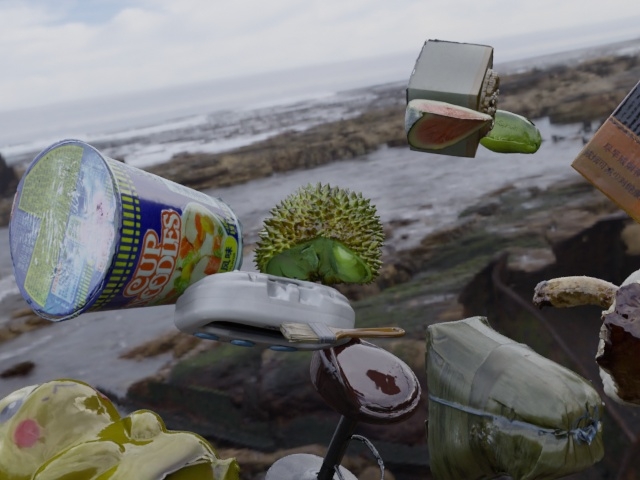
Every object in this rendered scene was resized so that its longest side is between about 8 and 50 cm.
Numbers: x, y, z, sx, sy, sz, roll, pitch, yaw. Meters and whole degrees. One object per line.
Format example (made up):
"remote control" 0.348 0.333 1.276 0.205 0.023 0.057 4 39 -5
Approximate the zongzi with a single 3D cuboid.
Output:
"zongzi" 0.216 0.253 0.962 0.125 0.275 0.251 -5 17 -24

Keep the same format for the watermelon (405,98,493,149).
"watermelon" 0.177 -0.190 1.271 0.163 0.069 0.087 -2 -28 -43

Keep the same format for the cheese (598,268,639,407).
"cheese" 0.592 0.174 1.404 0.251 0.248 0.174 20 -44 -20

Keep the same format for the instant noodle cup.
"instant noodle cup" -0.301 -0.001 1.366 0.284 0.284 0.312 -2 -8 37

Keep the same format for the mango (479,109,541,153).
"mango" 0.393 -0.221 1.727 0.165 0.091 0.074 33 11 39

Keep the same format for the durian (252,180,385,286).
"durian" 0.003 -0.002 1.419 0.236 0.200 0.177 -22 32 38

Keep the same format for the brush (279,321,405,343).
"brush" 0.031 0.114 1.023 0.169 0.014 0.043 2 21 -26

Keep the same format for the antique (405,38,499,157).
"antique" 0.235 -0.248 1.450 0.147 0.147 0.152 9 49 17

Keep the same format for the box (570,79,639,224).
"box" 0.485 -0.149 1.146 0.070 0.152 0.237 -15 -35 -55

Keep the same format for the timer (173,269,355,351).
"timer" -0.087 0.115 1.300 0.261 0.087 0.237 12 -20 -23

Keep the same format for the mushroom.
"mushroom" 0.477 0.093 1.231 0.233 0.208 0.302 -30 54 -3

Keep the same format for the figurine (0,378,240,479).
"figurine" -0.245 0.245 0.884 0.326 0.169 0.218 24 21 26

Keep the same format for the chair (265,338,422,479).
"chair" 0.047 0.355 1.579 0.226 0.401 0.227 14 29 -8
